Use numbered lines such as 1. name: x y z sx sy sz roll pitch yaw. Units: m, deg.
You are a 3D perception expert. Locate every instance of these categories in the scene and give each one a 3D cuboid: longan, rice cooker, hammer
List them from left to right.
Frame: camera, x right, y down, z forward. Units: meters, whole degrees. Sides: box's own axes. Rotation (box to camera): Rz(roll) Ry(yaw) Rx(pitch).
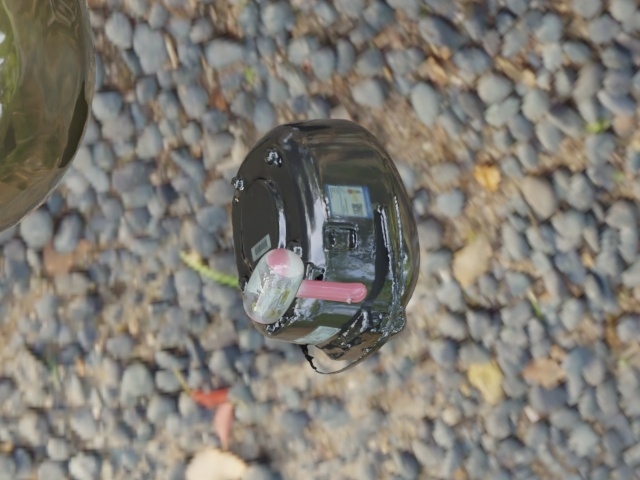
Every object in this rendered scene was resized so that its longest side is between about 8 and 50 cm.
1. longan: -0.290 -0.121 0.982 0.297 0.297 0.297 -4 114 -8
2. hammer: -0.007 0.031 1.004 0.083 0.031 0.052 6 133 -28
3. rice cooker: 0.001 0.001 1.212 0.118 0.203 0.142 5 151 -34
